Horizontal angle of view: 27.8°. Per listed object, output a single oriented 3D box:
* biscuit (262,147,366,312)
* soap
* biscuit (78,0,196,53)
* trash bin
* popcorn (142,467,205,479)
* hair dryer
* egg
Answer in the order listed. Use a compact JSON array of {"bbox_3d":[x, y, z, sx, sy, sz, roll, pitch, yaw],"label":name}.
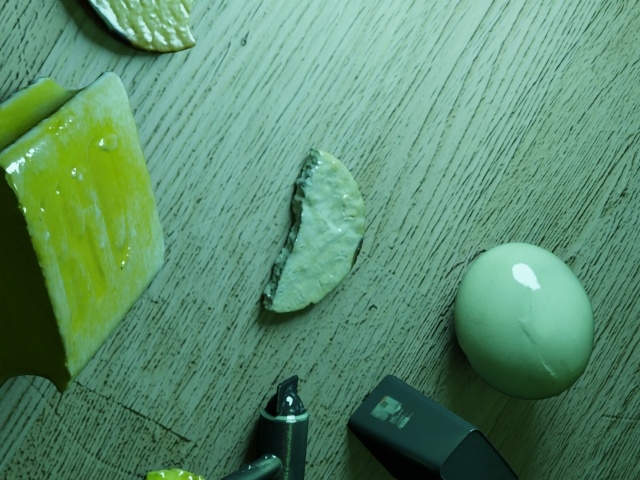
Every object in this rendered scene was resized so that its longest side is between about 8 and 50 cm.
[{"bbox_3d":[0.004,-0.003,1.922,0.133,0.032,0.250,15,93,-34],"label":"biscuit"},{"bbox_3d":[-0.326,-0.016,1.538,0.335,0.156,0.293,-59,140,-62],"label":"soap"},{"bbox_3d":[-0.241,-0.354,1.683,0.176,0.031,0.228,-12,107,-30],"label":"biscuit"},{"bbox_3d":[0.176,0.326,1.996,0.115,0.225,0.165,-47,122,-13],"label":"trash bin"},{"bbox_3d":[-0.204,0.420,1.826,0.197,0.155,0.197,0,89,-26],"label":"popcorn"},{"bbox_3d":[-0.092,0.312,1.855,0.248,0.078,0.195,-18,115,-65],"label":"hair dryer"},{"bbox_3d":[0.321,0.130,2.044,0.219,0.219,0.269,-40,114,-18],"label":"egg"}]
